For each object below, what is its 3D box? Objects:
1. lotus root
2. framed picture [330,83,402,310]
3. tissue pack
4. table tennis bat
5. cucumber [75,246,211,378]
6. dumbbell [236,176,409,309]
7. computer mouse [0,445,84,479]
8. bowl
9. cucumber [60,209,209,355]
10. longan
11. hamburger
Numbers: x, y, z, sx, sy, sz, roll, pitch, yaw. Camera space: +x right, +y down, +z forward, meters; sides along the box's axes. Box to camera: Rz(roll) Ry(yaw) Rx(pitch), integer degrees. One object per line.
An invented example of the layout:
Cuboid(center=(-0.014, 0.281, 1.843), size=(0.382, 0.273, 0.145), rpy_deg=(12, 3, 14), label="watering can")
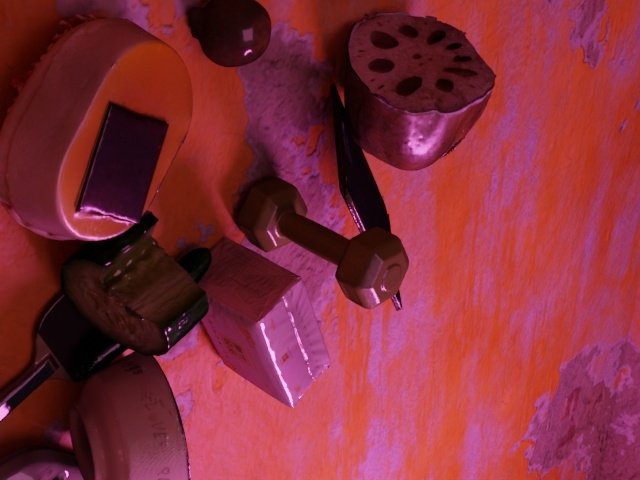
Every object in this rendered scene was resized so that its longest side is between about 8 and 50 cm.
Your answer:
Cuboid(center=(0.153, -0.241, 1.576), size=(0.272, 0.272, 0.192), rpy_deg=(-33, 146, -33), label="lotus root")
Cuboid(center=(0.081, -0.070, 1.626), size=(0.014, 0.255, 0.338), rpy_deg=(-15, 139, 12), label="framed picture")
Cuboid(center=(-0.103, 0.136, 1.535), size=(0.124, 0.185, 0.225), rpy_deg=(-45, 140, -26), label="tissue pack")
Cuboid(center=(-0.370, 0.157, 1.370), size=(0.301, 0.022, 0.173), rpy_deg=(-45, 139, -24), label="table tennis bat")
Cuboid(center=(-0.262, 0.107, 1.418), size=(0.284, 0.056, 0.056), rpy_deg=(-45, 139, -27), label="cucumber")
Cuboid(center=(0.000, 0.000, 1.476), size=(0.108, 0.302, 0.121), rpy_deg=(-49, 142, -18), label="dumbbell")
Cuboid(center=(-0.411, 0.419, 1.420), size=(0.331, 0.095, 0.197), rpy_deg=(45, 61, -58), label="computer mouse")
Cuboid(center=(-0.295, 0.287, 1.387), size=(0.126, 0.238, 0.237), rpy_deg=(-11, 120, -28), label="bowl")
Cuboid(center=(-0.258, 0.066, 1.300), size=(0.130, 0.191, 0.191), rpy_deg=(-43, 138, -27), label="cucumber")
Cuboid(center=(-0.130, -0.299, 1.328), size=(0.119, 0.106, 0.106), rpy_deg=(12, 106, -11), label="longan")
Cuboid(center=(-0.289, -0.140, 1.191), size=(0.227, 0.151, 0.295), rpy_deg=(40, 72, -55), label="hamburger")
